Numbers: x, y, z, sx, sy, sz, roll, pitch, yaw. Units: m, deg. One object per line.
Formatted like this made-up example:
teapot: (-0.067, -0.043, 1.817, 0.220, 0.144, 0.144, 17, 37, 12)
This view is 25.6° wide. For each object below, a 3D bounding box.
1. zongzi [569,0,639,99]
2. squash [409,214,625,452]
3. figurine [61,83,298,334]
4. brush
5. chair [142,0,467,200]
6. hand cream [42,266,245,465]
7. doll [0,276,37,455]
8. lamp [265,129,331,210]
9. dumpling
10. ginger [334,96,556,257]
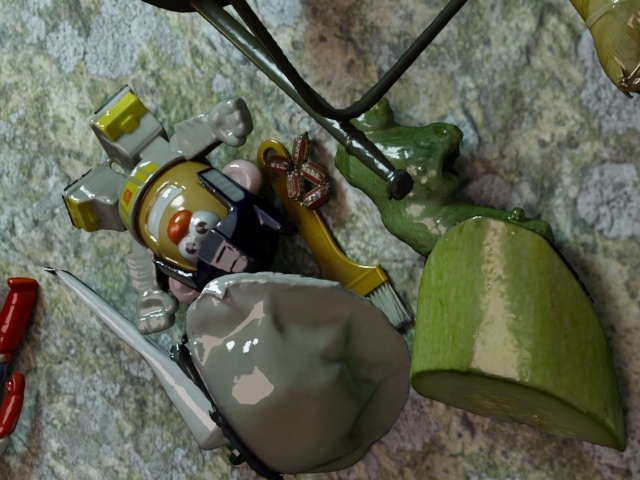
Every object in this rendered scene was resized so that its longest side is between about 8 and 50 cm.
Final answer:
zongzi: (0.317, -0.263, 1.349, 0.194, 0.099, 0.197, -38, 69, 29)
squash: (0.206, 0.092, 1.447, 0.236, 0.204, 0.155, 10, 68, 22)
figurine: (-0.156, -0.036, 1.629, 0.308, 0.143, 0.308, 20, 122, 34)
brush: (0.000, 0.000, 1.616, 0.103, 0.013, 0.272, -36, 77, 29)
chair: (-0.020, -0.337, 1.344, 0.365, 0.362, 0.410, -49, 41, -10)
hand cream: (-0.202, 0.143, 1.707, 0.336, 0.121, 0.076, 41, 85, 18)
doll: (-0.478, 0.217, 1.890, 0.188, 0.099, 0.384, 13, 100, 29)
lamp: (-0.018, -0.075, 1.599, 0.063, 0.031, 0.083, -37, 77, 11)
dumpling: (-0.028, 0.158, 1.534, 0.204, 0.163, 0.293, -11, 125, 34)
ginger: (0.128, -0.044, 1.491, 0.137, 0.089, 0.290, -46, 71, 18)
